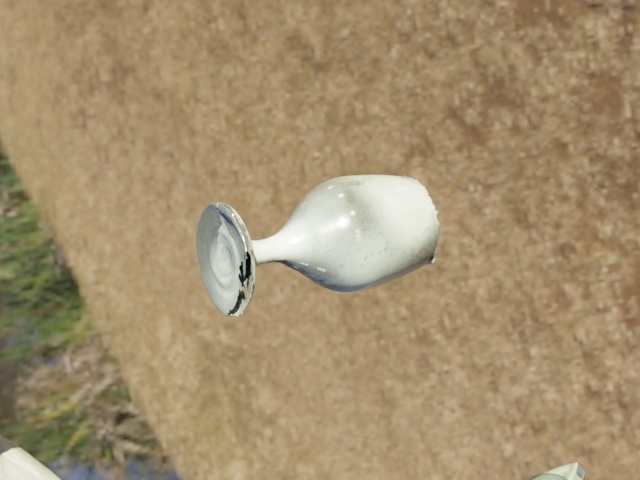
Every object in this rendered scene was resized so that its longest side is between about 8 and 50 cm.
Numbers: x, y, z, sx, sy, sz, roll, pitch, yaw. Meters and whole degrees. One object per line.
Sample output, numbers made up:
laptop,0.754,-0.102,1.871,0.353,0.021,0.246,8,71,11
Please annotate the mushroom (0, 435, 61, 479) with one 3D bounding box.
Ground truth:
mushroom,-0.343,0.253,1.310,0.109,0.351,0.097,-60,-9,0

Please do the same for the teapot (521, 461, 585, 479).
teapot,0.171,0.209,1.000,0.066,0.088,0.057,49,146,-10

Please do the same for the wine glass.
wine glass,0.000,0.000,1.321,0.126,0.241,0.126,23,117,55
